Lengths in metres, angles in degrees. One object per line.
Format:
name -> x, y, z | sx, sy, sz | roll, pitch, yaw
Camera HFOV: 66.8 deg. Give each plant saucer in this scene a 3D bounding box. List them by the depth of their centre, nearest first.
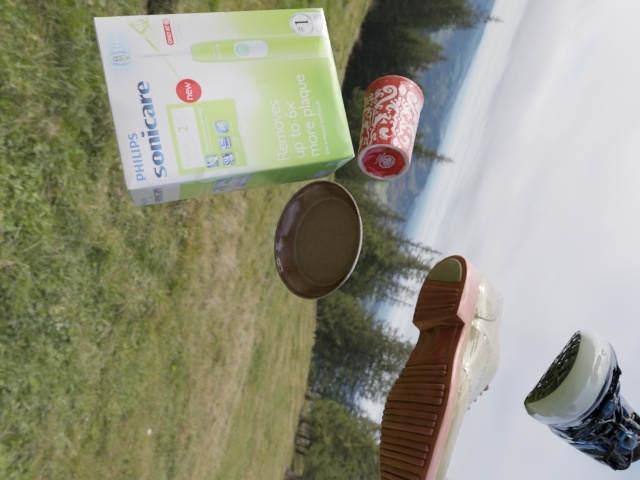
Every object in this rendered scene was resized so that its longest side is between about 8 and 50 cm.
plant saucer -> 0.000, 0.000, 0.807 | 0.036, 0.199, 0.198 | 12, 97, -46

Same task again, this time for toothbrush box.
toothbrush box -> -0.122, -0.174, 0.640 | 0.122, 0.284, 0.206 | 161, -82, -73

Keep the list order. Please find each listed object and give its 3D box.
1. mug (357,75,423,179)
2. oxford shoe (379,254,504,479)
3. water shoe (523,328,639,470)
mug -> 0.128, -0.192, 0.905 | 0.150, 0.113, 0.169 | 78, 20, -54
oxford shoe -> 0.206, 0.223, 0.744 | 0.140, 0.147, 0.396 | -16, -132, 61
water shoe -> 0.202, 0.120, 0.352 | 0.073, 0.080, 0.203 | -53, 151, -1
